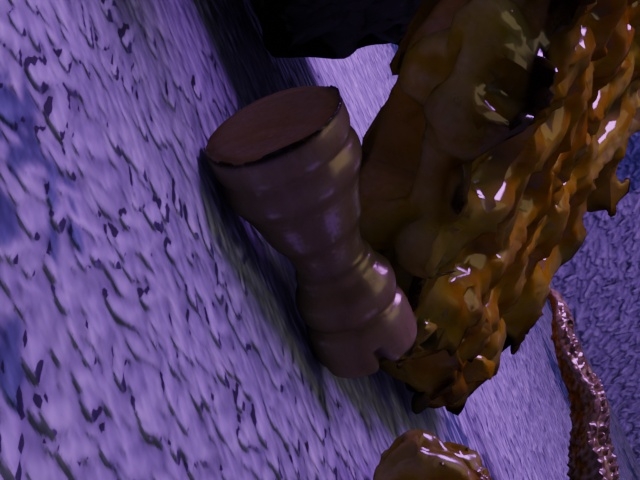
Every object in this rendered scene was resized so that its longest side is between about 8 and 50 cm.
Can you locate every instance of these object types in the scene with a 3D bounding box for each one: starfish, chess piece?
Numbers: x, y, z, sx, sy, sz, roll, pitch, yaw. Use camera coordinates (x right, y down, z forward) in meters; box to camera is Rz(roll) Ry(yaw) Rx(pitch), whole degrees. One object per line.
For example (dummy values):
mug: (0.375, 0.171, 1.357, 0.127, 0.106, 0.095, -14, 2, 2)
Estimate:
starfish: (0.198, 0.233, 1.213, 0.301, 0.084, 0.293, -100, 167, -46)
chess piece: (0.000, 0.000, 0.767, 0.066, 0.066, 0.122, -96, 165, -63)

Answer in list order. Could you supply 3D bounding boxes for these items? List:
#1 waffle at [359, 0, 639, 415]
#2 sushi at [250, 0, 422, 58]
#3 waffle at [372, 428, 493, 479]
waffle: (0.125, -0.082, 0.953, 0.095, 0.380, 0.382, 25, -5, 18)
sushi: (0.054, -0.219, 1.064, 0.350, 0.211, 0.171, -16, 76, -59)
waffle: (0.086, 0.199, 0.748, 0.249, 0.056, 0.253, 62, 8, -21)
